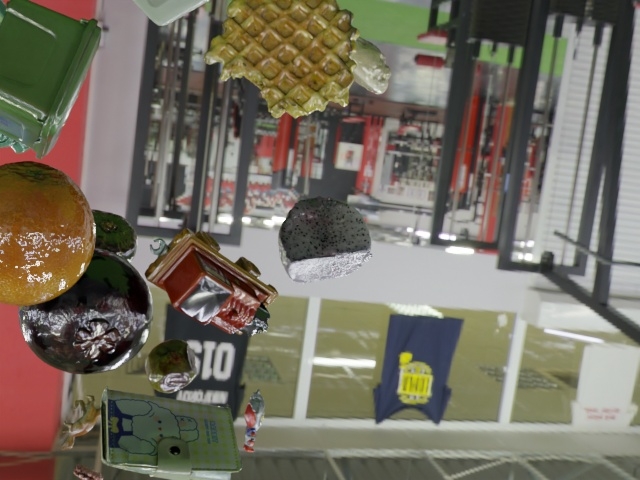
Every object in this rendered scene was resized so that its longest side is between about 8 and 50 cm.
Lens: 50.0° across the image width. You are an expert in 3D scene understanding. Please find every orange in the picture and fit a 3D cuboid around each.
[{"bbox_3d":[-0.412,-0.011,0.959,0.206,0.206,0.206,7,-174,-1],"label":"orange"}]

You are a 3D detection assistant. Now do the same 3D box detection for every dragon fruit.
[{"bbox_3d":[0.000,0.000,2.153,0.283,0.203,0.221,-8,155,-10],"label":"dragon fruit"}]

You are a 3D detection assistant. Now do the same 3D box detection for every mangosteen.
[{"bbox_3d":[-0.562,0.159,1.651,0.307,0.306,0.347,4,-163,-27],"label":"mangosteen"}]

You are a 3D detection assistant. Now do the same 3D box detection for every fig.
[{"bbox_3d":[-0.435,0.362,1.975,0.144,0.154,0.166,24,157,-31],"label":"fig"}]

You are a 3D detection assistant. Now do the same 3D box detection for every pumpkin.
[{"bbox_3d":[-0.665,0.004,2.076,0.224,0.157,0.223,29,-154,-16],"label":"pumpkin"}]

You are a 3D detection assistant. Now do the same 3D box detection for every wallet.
[{"bbox_3d":[-0.346,0.450,1.579,0.310,0.077,0.223,16,-147,-26],"label":"wallet"}]

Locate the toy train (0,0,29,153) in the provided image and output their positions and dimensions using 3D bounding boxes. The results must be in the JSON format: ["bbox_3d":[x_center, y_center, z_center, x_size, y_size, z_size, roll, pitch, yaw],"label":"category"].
[{"bbox_3d":[-0.821,-0.409,1.764,0.237,0.369,0.150,-29,-149,-4],"label":"toy train"}]

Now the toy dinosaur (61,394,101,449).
[{"bbox_3d":[-0.565,0.446,1.693,0.162,0.126,0.039,-8,155,12],"label":"toy dinosaur"}]

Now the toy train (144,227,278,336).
[{"bbox_3d":[-0.263,0.114,1.676,0.369,0.163,0.231,38,-170,-36],"label":"toy train"}]

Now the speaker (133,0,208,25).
[{"bbox_3d":[-0.475,-0.776,1.814,0.184,0.183,0.406,-24,133,26],"label":"speaker"}]

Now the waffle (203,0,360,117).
[{"bbox_3d":[-0.068,-0.375,1.370,0.301,0.281,0.058,19,168,5],"label":"waffle"}]

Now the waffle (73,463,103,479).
[{"bbox_3d":[-0.577,0.582,1.704,0.075,0.029,0.083,32,163,-24],"label":"waffle"}]

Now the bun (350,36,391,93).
[{"bbox_3d":[0.127,-0.546,2.081,0.210,0.116,0.237,44,-174,21],"label":"bun"}]

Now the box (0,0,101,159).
[{"bbox_3d":[-0.567,-0.321,1.358,0.178,0.252,0.329,25,166,-23],"label":"box"}]

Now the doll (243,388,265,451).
[{"bbox_3d":[-0.213,0.571,2.187,0.062,0.194,0.104,9,173,-2],"label":"doll"}]
